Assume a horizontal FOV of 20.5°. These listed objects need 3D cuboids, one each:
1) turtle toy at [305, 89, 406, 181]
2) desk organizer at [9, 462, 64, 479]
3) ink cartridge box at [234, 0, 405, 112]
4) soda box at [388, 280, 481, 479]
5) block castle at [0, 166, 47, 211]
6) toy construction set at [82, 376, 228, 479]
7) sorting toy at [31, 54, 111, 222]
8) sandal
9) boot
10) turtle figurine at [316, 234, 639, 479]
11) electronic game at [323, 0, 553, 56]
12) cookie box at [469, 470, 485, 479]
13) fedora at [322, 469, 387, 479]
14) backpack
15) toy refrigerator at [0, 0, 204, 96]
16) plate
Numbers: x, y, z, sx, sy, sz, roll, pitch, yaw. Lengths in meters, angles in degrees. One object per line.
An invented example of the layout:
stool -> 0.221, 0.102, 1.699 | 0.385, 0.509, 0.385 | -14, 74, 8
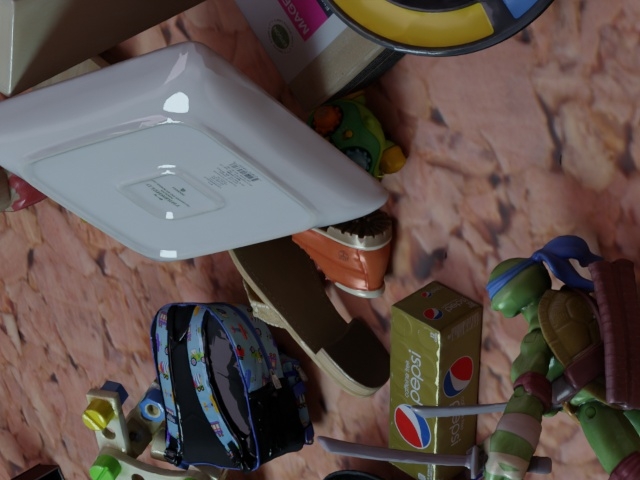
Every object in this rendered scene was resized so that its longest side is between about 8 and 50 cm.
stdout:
turtle toy -> 0.011, -0.078, 1.574 | 0.095, 0.066, 0.130 | 58, 143, 6
desk organizer -> -0.389, 0.334, 2.264 | 0.050, 0.130, 0.047 | -7, 106, 50
ink cartridge box -> -0.001, -0.252, 1.459 | 0.234, 0.088, 0.193 | 57, 142, 5
soda box -> 0.102, 0.132, 1.605 | 0.061, 0.058, 0.181 | 28, 132, 37
block castle -> -0.509, -0.213, 2.001 | 0.303, 0.213, 0.453 | -9, 112, 40
toy construction set -> -0.179, 0.292, 1.968 | 0.215, 0.151, 0.327 | 26, 144, 5
sorting toy -> -0.243, -0.147, 1.850 | 0.132, 0.046, 0.274 | 39, 137, 28
sandal -> -0.035, 0.063, 1.702 | 0.240, 0.088, 0.079 | 51, 137, 6
boot -> 0.000, 0.000, 1.648 | 0.158, 0.059, 0.084 | 26, 136, 37
turtle figurine -> 0.191, 0.164, 1.412 | 0.266, 0.275, 0.198 | 45, 175, 15
electronic game -> 0.086, -0.250, 1.311 | 0.229, 0.048, 0.229 | 3, 98, 20
cookie box -> 0.162, 0.282, 1.644 | 0.107, 0.040, 0.092 | 46, 143, 22
fedora -> 0.070, 0.382, 1.684 | 0.334, 0.152, 0.334 | 42, 152, 28
backpack -> -0.095, 0.137, 1.796 | 0.158, 0.117, 0.173 | -4, 102, 50
toy refrigerator -> -0.199, -0.235, 1.548 | 0.094, 0.269, 0.102 | 35, 137, 25
plate -> -0.126, -0.056, 1.521 | 0.278, 0.045, 0.277 | -13, 146, 34
